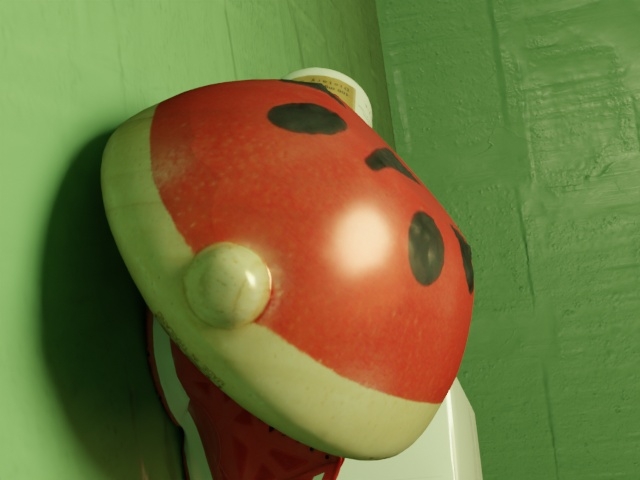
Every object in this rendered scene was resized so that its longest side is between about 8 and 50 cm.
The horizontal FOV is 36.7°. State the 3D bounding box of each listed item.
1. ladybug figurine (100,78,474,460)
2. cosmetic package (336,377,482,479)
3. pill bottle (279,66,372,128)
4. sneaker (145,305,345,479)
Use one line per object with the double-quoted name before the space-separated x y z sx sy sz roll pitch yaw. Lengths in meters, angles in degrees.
"ladybug figurine" 0.000 0.000 0.702 0.305 0.162 0.449 48 9 0
"cosmetic package" 0.074 0.244 1.086 0.365 0.196 0.155 50 34 -67
"pill bottle" -0.009 -0.075 1.051 0.229 0.131 0.131 -86 164 -47
"sneaker" -0.046 0.115 0.726 0.087 0.128 0.221 -73 153 -65
